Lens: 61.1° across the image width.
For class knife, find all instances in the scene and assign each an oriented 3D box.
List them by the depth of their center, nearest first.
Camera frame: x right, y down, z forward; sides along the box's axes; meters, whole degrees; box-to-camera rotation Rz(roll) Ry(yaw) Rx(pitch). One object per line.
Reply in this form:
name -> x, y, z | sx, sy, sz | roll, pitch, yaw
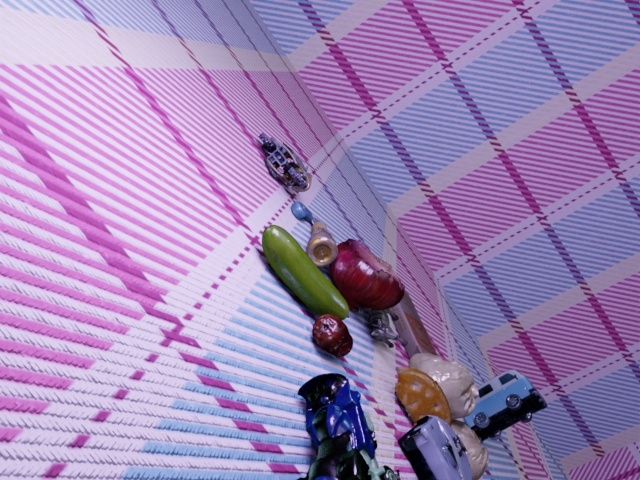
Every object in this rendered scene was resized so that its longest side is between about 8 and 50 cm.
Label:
knife -> -0.022, -0.058, 1.619 | 0.058, 0.032, 0.244 | 62, 12, 26

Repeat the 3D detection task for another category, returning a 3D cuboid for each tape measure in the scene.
tape measure -> 0.283, 0.512, 1.290 | 0.182, 0.107, 0.181 | 57, 22, 10

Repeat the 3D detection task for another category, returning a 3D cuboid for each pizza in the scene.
pizza -> 0.269, 0.424, 1.419 | 0.246, 0.127, 0.058 | 46, -5, -10

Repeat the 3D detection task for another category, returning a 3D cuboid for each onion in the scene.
onion -> 0.120, 0.099, 1.495 | 0.248, 0.161, 0.248 | 56, 5, -8

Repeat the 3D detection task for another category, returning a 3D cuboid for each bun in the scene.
bun -> 0.395, 0.574, 1.488 | 0.164, 0.111, 0.188 | 60, 19, 19
bun -> 0.356, 0.407, 1.548 | 0.229, 0.145, 0.229 | 58, -2, 4

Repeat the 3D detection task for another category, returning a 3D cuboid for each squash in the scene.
squash -> -0.038, 0.082, 1.197 | 0.292, 0.082, 0.082 | 51, 17, -26

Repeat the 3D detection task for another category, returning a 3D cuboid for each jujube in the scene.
jujube -> 0.031, 0.207, 1.177 | 0.129, 0.077, 0.077 | 47, 18, -50

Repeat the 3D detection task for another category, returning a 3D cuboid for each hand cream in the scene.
hand cream -> 0.000, 0.000, 1.495 | 0.084, 0.084, 0.203 | 52, 9, -17

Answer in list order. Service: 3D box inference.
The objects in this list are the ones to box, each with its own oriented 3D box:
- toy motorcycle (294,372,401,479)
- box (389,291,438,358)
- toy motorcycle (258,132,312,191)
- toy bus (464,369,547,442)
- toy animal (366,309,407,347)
toy motorcycle -> 0.033, 0.334, 0.879 | 0.196, 0.125, 0.331 | 53, 13, -7
box -> 0.315, 0.309, 1.859 | 0.204, 0.051, 0.365 | 38, 25, -50
toy motorcycle -> -0.101, -0.219, 1.585 | 0.229, 0.094, 0.130 | 51, 7, 26
toy bus -> 0.634, 0.572, 1.914 | 0.133, 0.271, 0.165 | 47, 16, -33
toy animal -> 0.172, 0.231, 1.548 | 0.176, 0.073, 0.217 | 48, 15, -39
